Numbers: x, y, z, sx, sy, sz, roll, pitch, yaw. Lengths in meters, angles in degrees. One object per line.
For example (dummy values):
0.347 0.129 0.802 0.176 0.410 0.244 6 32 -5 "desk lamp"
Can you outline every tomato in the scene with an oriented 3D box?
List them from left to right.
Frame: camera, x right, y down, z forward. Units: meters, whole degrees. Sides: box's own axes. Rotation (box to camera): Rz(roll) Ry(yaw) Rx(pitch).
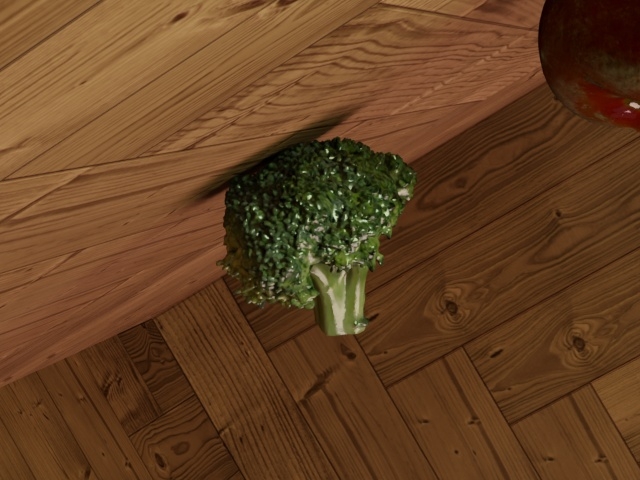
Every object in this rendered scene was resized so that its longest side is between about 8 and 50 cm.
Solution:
0.380 -0.237 1.650 0.270 0.270 0.222 144 -38 -74 "tomato"

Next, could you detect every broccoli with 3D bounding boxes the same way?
-0.009 -0.018 1.888 0.288 0.235 0.259 -25 151 -27 "broccoli"
